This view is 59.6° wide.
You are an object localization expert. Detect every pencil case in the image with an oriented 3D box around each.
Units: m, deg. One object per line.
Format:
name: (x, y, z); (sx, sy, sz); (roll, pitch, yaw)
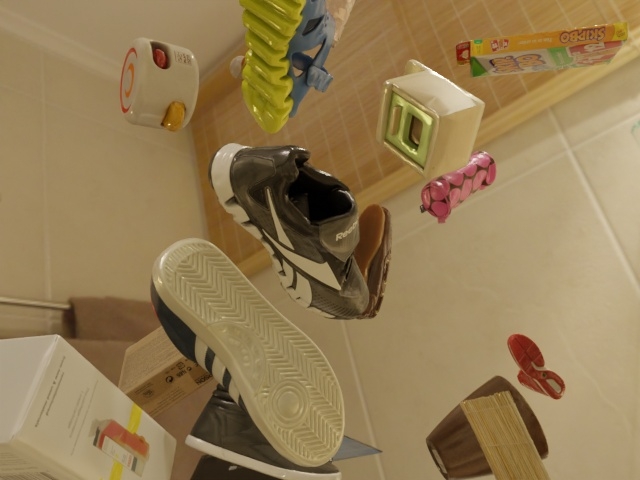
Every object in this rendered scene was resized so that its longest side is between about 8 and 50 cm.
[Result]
pencil case: (0.324, -0.126, 1.295); (0.209, 0.098, 0.095); (-33, 12, -29)

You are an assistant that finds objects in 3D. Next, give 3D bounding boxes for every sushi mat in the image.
sushi mat: (0.357, 0.426, 0.988); (0.019, 0.317, 0.151); (-14, -18, -27)

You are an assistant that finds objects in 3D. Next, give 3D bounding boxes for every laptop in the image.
laptop: (-0.093, 0.597, 1.306); (0.381, 0.236, 0.408); (-20, 20, 22)

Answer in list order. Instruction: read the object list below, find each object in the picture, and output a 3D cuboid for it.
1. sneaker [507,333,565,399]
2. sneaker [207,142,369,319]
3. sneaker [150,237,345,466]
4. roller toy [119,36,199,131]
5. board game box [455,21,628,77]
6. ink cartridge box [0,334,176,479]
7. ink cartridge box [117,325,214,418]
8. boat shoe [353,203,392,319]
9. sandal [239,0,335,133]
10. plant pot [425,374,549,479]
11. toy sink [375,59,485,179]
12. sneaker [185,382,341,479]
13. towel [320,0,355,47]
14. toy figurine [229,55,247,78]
sneaker: (0.572, 0.357, 1.573); (0.087, 0.221, 0.128); (-38, 4, -22)
sneaker: (0.000, 0.000, 0.526); (0.106, 0.078, 0.234); (-6, -46, 39)
sneaker: (-0.106, 0.158, 0.771); (0.131, 0.350, 0.148); (-37, 1, -35)
roller toy: (-0.360, -0.349, 1.266); (0.146, 0.191, 0.209); (4, 11, -33)
board game box: (0.363, -0.318, 0.949); (0.259, 0.039, 0.124); (1, -1, 15)
ink cartridge box: (-0.445, 0.323, 0.884); (0.279, 0.161, 0.385); (-8, -43, 13)
ink cartridge box: (-0.307, 0.250, 1.191); (0.234, 0.193, 0.088); (-33, -66, 4)
boat shoe: (0.092, 0.040, 1.010); (0.073, 0.207, 0.073); (14, 1, -38)
sandal: (-0.036, -0.306, 0.803); (0.138, 0.126, 0.317); (-30, -22, -26)
plant pot: (0.379, 0.473, 1.336); (0.230, 0.215, 0.215); (-24, -23, -9)
toy sink: (0.206, -0.262, 1.188); (0.131, 0.234, 0.153); (-21, -41, -26)
sneaker: (-0.088, 0.352, 1.042); (0.295, 0.147, 0.104); (17, -17, 1)
towel: (-0.044, -0.570, 1.006); (0.316, 0.332, 0.053); (22, 2, -25)
toy figurine: (-0.119, -0.464, 1.359); (0.148, 0.209, 0.213); (27, -83, -19)
